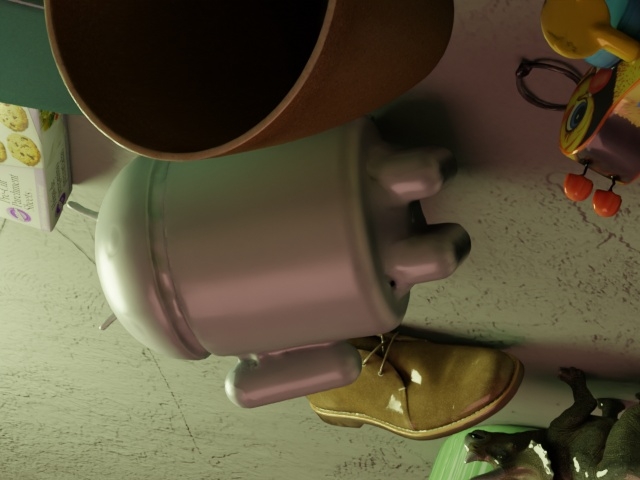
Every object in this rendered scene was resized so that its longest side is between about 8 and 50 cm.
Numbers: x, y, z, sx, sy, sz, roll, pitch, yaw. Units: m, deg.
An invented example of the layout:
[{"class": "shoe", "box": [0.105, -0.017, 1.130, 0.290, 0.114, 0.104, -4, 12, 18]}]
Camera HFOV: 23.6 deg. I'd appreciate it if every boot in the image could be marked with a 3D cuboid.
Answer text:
[{"class": "boot", "box": [0.083, 0.147, 1.711, 0.305, 0.112, 0.115, -6, 132, 42]}]

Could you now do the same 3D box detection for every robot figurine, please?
[{"class": "robot figurine", "box": [-0.049, -0.001, 1.369, 0.354, 0.299, 0.200, -8, -178, 14]}]

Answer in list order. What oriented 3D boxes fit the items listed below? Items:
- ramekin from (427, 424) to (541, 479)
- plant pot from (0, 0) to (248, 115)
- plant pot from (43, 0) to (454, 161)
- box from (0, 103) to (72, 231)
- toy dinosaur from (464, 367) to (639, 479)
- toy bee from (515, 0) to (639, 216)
[{"class": "ramekin", "box": [0.263, 0.352, 1.906, 0.303, 0.148, 0.303, 15, 152, 8]}, {"class": "plant pot", "box": [-0.176, -0.195, 1.204, 0.234, 0.165, 0.165, 15, 152, -9]}, {"class": "plant pot", "box": [-0.017, -0.168, 1.064, 0.237, 0.237, 0.254, -3, 179, 35]}, {"class": "box", "box": [-0.290, -0.116, 1.506, 0.067, 0.063, 0.324, 19, 152, 3]}, {"class": "toy dinosaur", "box": [0.316, 0.223, 1.635, 0.314, 0.160, 0.121, -2, 146, 35]}, {"class": "toy bee", "box": [0.241, -0.100, 1.114, 0.195, 0.162, 0.298, 15, 152, 3]}]
